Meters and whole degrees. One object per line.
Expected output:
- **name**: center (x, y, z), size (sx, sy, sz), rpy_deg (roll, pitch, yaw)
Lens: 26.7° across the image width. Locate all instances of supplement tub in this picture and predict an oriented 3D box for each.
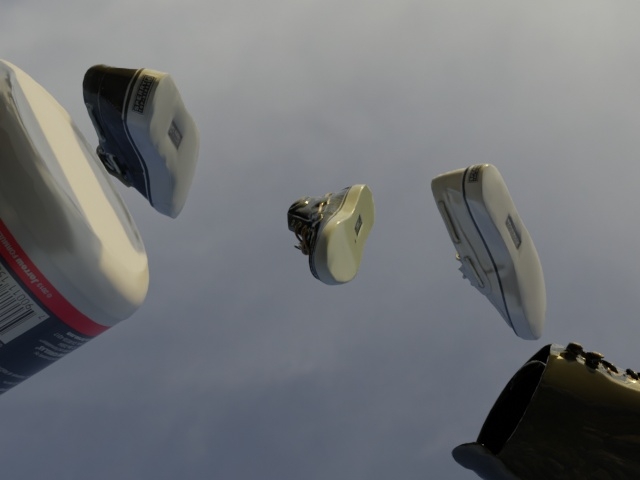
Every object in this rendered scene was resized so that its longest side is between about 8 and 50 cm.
- **supplement tub**: center (-0.266, 0.026, 0.855), size (0.272, 0.191, 0.191), rpy_deg (-31, -132, 5)

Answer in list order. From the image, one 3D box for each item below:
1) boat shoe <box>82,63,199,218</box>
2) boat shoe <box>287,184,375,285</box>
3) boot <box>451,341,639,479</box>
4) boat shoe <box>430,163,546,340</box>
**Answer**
- **boat shoe**: center (-0.220, -0.119, 1.621), size (0.105, 0.306, 0.113), rpy_deg (16, -104, 10)
- **boat shoe**: center (0.000, 0.000, 1.439), size (0.083, 0.065, 0.183), rpy_deg (-10, -158, 20)
- **boot**: center (0.157, 0.065, 0.599), size (0.137, 0.077, 0.198), rpy_deg (41, -126, -6)
- **boat shoe**: center (0.211, 0.016, 1.676), size (0.084, 0.258, 0.095), rpy_deg (-6, -150, 32)
